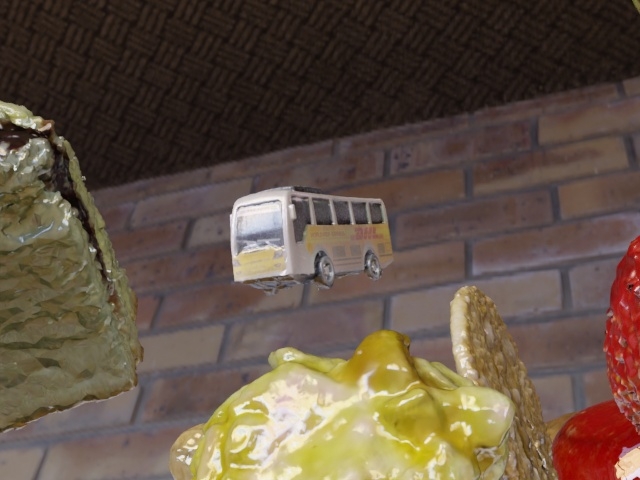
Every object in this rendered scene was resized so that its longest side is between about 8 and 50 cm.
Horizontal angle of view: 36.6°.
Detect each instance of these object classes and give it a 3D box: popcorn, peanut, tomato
[{"bbox_3d":[0.029,0.195,0.728,0.259,0.259,0.212,-6,140,13],"label":"popcorn"},{"bbox_3d":[-0.126,0.368,1.619,0.291,0.143,0.159,0,138,28],"label":"peanut"},{"bbox_3d":[0.467,0.351,1.329,0.290,0.293,0.325,3,175,-20],"label":"tomato"}]

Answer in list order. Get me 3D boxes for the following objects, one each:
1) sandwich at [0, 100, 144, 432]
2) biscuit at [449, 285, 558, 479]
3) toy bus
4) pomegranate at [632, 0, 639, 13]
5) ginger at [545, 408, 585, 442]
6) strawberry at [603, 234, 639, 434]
[{"bbox_3d":[-0.303,0.017,0.755,0.262,0.131,0.325,-17,127,-3],"label":"sandwich"},{"bbox_3d":[0.167,0.144,0.878,0.033,0.220,0.220,-22,125,19],"label":"biscuit"},{"bbox_3d":[0.000,0.000,1.335,0.097,0.342,0.138,-8,86,26],"label":"toy bus"},{"bbox_3d":[0.419,-0.248,1.016,0.222,0.204,0.276,23,92,-16],"label":"pomegranate"},{"bbox_3d":[0.497,0.399,1.762,0.269,0.200,0.223,32,123,20],"label":"ginger"},{"bbox_3d":[0.425,0.123,1.013,0.292,0.292,0.343,11,131,-2],"label":"strawberry"}]
